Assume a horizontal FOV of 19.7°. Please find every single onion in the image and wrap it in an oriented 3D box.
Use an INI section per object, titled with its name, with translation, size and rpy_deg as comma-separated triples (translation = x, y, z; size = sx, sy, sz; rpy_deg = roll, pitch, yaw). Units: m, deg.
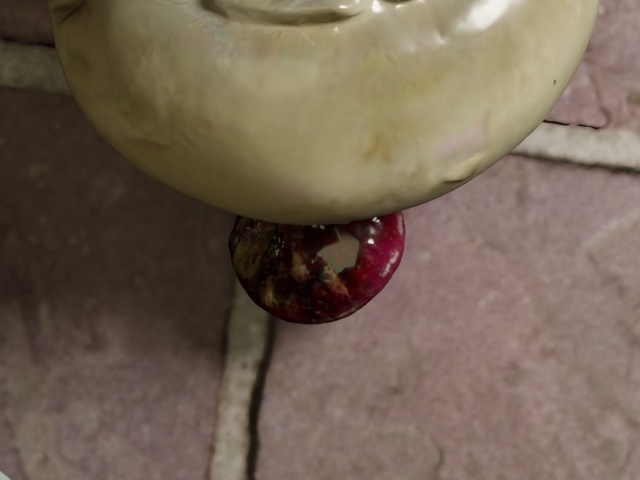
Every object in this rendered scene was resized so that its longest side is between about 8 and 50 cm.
[onion]
translation = 0.000, 0.000, 1.091
size = 0.107, 0.097, 0.107
rpy_deg = -10, 63, 21

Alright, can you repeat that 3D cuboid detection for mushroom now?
[mushroom]
translation = -0.014, -0.173, 0.954
size = 0.314, 0.336, 0.314
rpy_deg = -4, 67, 9

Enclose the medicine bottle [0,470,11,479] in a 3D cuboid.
[medicine bottle]
translation = -0.266, 0.240, 1.114
size = 0.139, 0.139, 0.225
rpy_deg = 45, 98, 3
